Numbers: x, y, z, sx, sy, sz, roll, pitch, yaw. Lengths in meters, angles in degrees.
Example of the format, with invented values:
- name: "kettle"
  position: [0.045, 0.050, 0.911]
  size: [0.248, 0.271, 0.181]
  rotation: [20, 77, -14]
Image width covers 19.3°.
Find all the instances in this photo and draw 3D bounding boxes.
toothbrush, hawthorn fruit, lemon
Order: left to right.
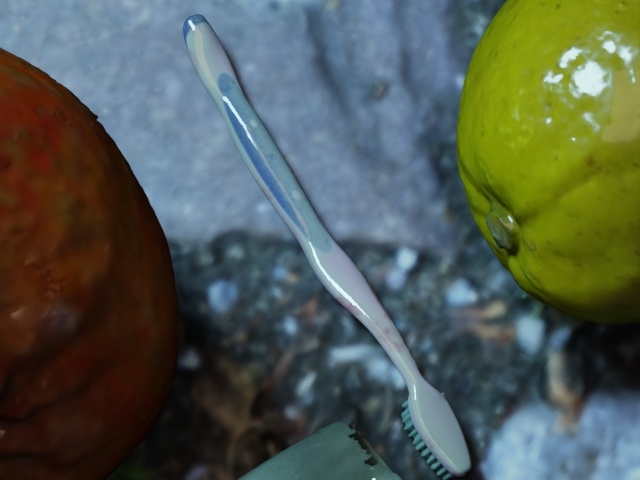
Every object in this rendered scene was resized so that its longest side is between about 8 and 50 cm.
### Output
- name: "hawthorn fruit"
  position: [-0.226, 0.014, 0.822]
  size: [0.276, 0.276, 0.307]
  rotation: [-45, 61, -9]
- name: "toothbrush"
  position: [0.000, 0.000, 0.921]
  size: [0.021, 0.027, 0.269]
  rotation: [-18, 70, -38]
- name: "lemon"
  position: [0.154, -0.060, 0.857]
  size: [0.170, 0.170, 0.207]
  rotation: [42, 77, 13]

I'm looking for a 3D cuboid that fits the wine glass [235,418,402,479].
- name: "wine glass"
  position: [-0.037, 0.173, 0.830]
  size: [0.204, 0.111, 0.111]
  rotation: [-39, 76, -4]
